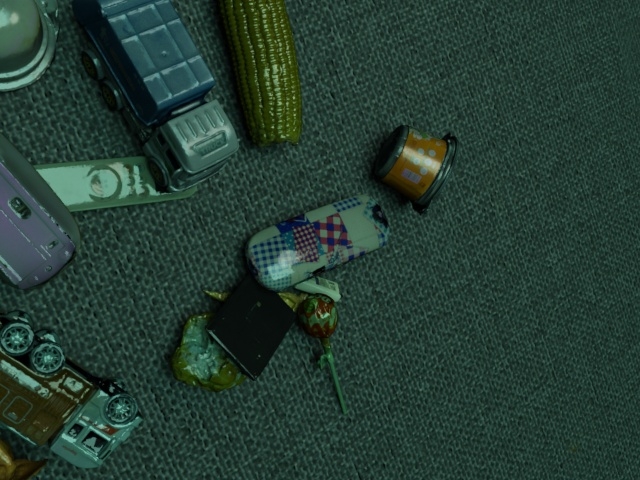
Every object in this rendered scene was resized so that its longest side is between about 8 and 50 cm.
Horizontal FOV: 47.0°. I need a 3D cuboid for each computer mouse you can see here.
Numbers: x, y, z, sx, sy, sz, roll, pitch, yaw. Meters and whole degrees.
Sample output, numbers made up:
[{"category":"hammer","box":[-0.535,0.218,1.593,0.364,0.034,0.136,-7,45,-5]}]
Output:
[{"category":"computer mouse","box":[-0.524,-0.064,1.179,0.158,0.072,0.310,-40,101,-2]}]

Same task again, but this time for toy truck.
[{"category":"toy truck","box":[-0.451,0.248,1.204,0.305,0.136,0.162,41,78,-20]},{"category":"toy truck","box":[-0.283,-0.270,1.266,0.146,0.175,0.367,-34,97,-28]}]

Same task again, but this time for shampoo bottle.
[{"category":"shampoo bottle","box":[-0.026,0.086,1.492,0.141,0.049,0.034,21,124,-23]}]

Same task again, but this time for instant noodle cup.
[{"category":"instant noodle cup","box":[0.193,-0.165,1.556,0.126,0.177,0.208,25,46,-11]}]

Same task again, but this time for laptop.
[{"category":"laptop","box":[-0.123,0.151,1.363,0.135,0.016,0.197,49,36,-12]}]

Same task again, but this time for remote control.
[{"category":"remote control","box":[-0.369,-0.102,1.305,0.310,0.038,0.090,-8,94,-29]}]

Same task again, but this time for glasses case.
[{"category":"glasses case","box":[0.000,0.000,1.476,0.328,0.076,0.125,-21,80,-31]}]

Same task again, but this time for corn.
[{"category":"corn","box":[-0.110,-0.345,1.404,0.131,0.131,0.344,-14,98,-28]}]

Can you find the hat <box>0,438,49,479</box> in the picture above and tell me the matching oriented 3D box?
[{"category":"hat","box":[-0.573,0.305,1.108,0.233,0.244,0.233,-32,91,-33]}]

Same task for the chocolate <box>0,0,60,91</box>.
[{"category":"chocolate","box":[-0.509,-0.348,1.170,0.221,0.147,0.221,3,85,-31]}]

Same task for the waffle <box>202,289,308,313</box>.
[{"category":"waffle","box":[-0.125,0.102,1.441,0.191,0.032,0.125,41,72,-24]}]

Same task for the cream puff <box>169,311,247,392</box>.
[{"category":"cream puff","box":[-0.205,0.209,1.356,0.156,0.121,0.156,-4,66,10]}]

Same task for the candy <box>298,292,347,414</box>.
[{"category":"candy","box":[0.018,0.235,1.497,0.078,0.084,0.287,-11,115,8]}]
